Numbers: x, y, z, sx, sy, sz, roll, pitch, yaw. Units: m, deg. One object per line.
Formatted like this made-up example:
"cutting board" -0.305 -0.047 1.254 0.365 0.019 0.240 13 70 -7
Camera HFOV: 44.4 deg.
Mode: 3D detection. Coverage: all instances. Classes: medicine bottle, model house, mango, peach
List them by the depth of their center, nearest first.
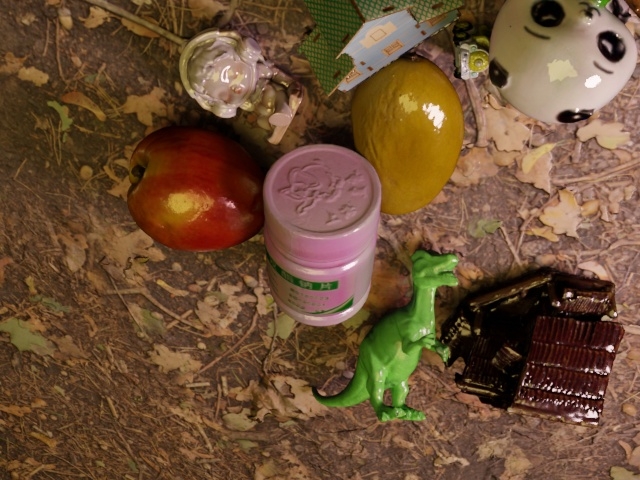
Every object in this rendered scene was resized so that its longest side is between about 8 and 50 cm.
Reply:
"model house" 0.063 -0.361 1.189 0.271 0.206 0.178 -28 80 19
"mango" 0.157 -0.179 1.390 0.195 0.142 0.331 5 135 18
"medicine bottle" 0.000 0.000 1.459 0.212 0.212 0.325 12 148 6
"peach" -0.229 -0.093 1.494 0.281 0.238 0.281 7 167 2
"model house" 0.397 0.220 1.526 0.317 0.282 0.297 13 129 5

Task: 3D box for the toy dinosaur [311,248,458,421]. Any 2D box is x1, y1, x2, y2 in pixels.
"toy dinosaur" 0.106 0.205 1.709 0.500 0.144 0.374 -1 88 54

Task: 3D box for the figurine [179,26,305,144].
"figurine" -0.148 -0.279 1.387 0.237 0.141 0.162 32 123 -9

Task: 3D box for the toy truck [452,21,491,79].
"toy truck" 0.254 -0.308 1.277 0.077 0.111 0.076 -2 127 9

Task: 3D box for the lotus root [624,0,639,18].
"lotus root" 0.521 -0.407 1.023 0.316 0.316 0.250 -24 127 29

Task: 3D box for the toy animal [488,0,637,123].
"toy animal" 0.359 -0.300 1.160 0.213 0.266 0.212 8 123 12
